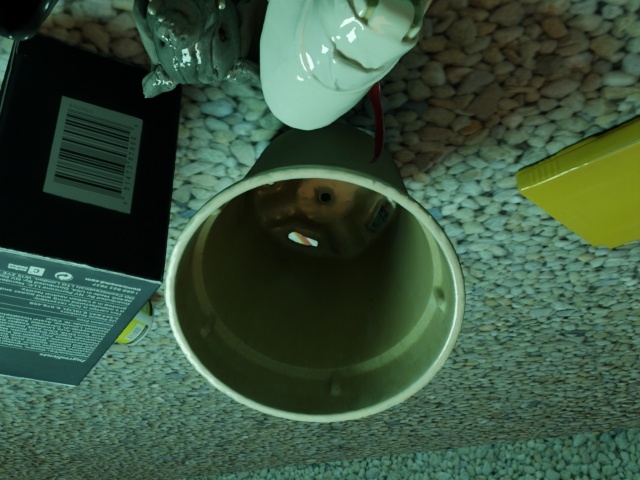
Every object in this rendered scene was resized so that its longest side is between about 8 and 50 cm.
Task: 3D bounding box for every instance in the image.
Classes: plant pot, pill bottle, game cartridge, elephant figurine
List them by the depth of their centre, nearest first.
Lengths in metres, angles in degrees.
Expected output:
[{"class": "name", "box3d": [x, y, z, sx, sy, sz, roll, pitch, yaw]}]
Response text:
[{"class": "elephant figurine", "box3d": [-0.119, -0.207, 0.741, 0.169, 0.240, 0.186, -24, 144, 34]}, {"class": "plant pot", "box3d": [0.000, 0.000, 0.981, 0.333, 0.305, 0.334, 1, 119, 3]}, {"class": "game cartridge", "box3d": [0.507, -0.098, 1.163, 0.323, 0.053, 0.285, -23, 144, 38]}, {"class": "pill bottle", "box3d": [-0.410, 0.123, 1.457, 0.103, 0.103, 0.184, -18, 146, 27]}]

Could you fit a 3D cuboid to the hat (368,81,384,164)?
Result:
[{"class": "hat", "box3d": [0.073, -0.226, 0.750, 0.172, 0.184, 0.208, -20, 150, 16]}]

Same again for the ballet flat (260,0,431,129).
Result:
[{"class": "ballet flat", "box3d": [0.062, -0.245, 0.643, 0.139, 0.139, 0.400, 16, 121, -28]}]

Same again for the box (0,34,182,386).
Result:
[{"class": "box", "box3d": [-0.354, -0.016, 1.019, 0.211, 0.294, 0.395, 14, 147, -25]}]

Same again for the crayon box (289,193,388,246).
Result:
[{"class": "crayon box", "box3d": [-0.049, 0.003, 1.278, 0.322, 0.083, 0.203, -13, 148, 18]}]

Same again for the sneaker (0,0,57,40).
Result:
[{"class": "sneaker", "box3d": [-0.252, -0.295, 0.694, 0.109, 0.130, 0.286, 10, 148, -17]}]
